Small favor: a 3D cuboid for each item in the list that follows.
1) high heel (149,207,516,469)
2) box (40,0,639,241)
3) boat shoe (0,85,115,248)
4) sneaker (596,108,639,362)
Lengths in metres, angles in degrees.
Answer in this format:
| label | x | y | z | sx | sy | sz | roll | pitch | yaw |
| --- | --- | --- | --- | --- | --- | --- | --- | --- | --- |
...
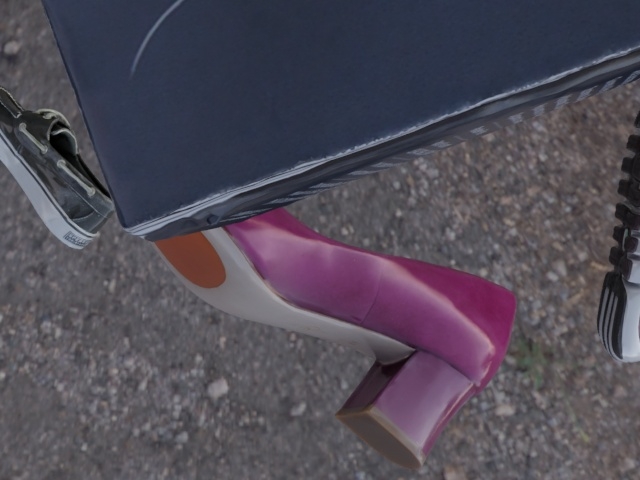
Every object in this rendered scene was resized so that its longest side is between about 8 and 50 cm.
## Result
| label | x | y | z | sx | sy | sz | roll | pitch | yaw |
| --- | --- | --- | --- | --- | --- | --- | --- | --- | --- |
| high heel | 0.000 | 0.000 | 0.835 | 0.377 | 0.127 | 0.181 | 48 | 62 | -19 |
| box | 0.083 | -0.305 | 0.507 | 0.471 | 0.297 | 0.480 | -19 | 92 | 14 |
| boat shoe | -0.274 | -0.091 | 1.037 | 0.070 | 0.078 | 0.219 | -44 | 70 | 10 |
| sneaker | 0.361 | -0.017 | 0.957 | 0.162 | 0.106 | 0.282 | 8 | 106 | 0 |
